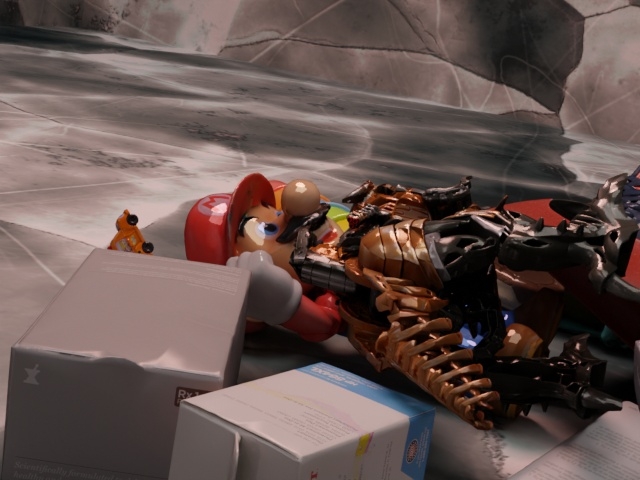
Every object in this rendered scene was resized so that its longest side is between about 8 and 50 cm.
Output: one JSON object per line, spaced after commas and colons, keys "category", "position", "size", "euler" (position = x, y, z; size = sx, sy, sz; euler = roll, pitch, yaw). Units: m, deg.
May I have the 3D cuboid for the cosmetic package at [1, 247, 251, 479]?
{"category": "cosmetic package", "position": [-0.118, 0.084, 0.810], "size": [0.127, 0.107, 0.238], "euler": [9, 16, 1]}

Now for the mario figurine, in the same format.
{"category": "mario figurine", "position": [0.036, 0.020, 1.004], "size": [0.320, 0.170, 0.198], "euler": [19, -11, 16]}

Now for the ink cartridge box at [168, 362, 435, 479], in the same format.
{"category": "ink cartridge box", "position": [-0.017, 0.133, 0.683], "size": [0.090, 0.092, 0.143], "euler": [19, 16, 36]}

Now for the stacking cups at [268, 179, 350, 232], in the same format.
{"category": "stacking cups", "position": [0.000, 0.000, 1.281], "size": [0.096, 0.096, 0.316], "euler": [4, 10, -19]}

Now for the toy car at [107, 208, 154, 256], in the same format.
{"category": "toy car", "position": [-0.179, 0.007, 1.185], "size": [0.040, 0.060, 0.122], "euler": [-29, 18, -14]}

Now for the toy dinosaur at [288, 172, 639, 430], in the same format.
{"category": "toy dinosaur", "position": [0.086, 0.044, 0.814], "size": [0.218, 0.164, 0.322], "euler": [7, 40, -3]}

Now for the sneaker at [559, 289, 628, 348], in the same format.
{"category": "sneaker", "position": [0.314, 0.071, 1.207], "size": [0.275, 0.107, 0.110], "euler": [8, 32, 16]}

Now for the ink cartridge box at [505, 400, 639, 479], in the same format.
{"category": "ink cartridge box", "position": [0.189, 0.189, 0.723], "size": [0.232, 0.066, 0.189], "euler": [-26, 33, -35]}

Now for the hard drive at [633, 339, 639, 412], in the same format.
{"category": "hard drive", "position": [0.282, 0.156, 0.658], "size": [0.172, 0.054, 0.255], "euler": [-1, 43, -21]}

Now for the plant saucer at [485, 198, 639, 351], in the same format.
{"category": "plant saucer", "position": [0.280, 0.066, 0.971], "size": [0.259, 0.048, 0.258], "euler": [40, -1, -26]}

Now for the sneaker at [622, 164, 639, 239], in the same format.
{"category": "sneaker", "position": [0.403, -0.041, 1.553], "size": [0.350, 0.148, 0.131], "euler": [-4, 19, -43]}

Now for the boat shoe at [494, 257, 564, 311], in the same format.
{"category": "boat shoe", "position": [0.124, 0.033, 1.178], "size": [0.095, 0.095, 0.257], "euler": [4, 22, -28]}
